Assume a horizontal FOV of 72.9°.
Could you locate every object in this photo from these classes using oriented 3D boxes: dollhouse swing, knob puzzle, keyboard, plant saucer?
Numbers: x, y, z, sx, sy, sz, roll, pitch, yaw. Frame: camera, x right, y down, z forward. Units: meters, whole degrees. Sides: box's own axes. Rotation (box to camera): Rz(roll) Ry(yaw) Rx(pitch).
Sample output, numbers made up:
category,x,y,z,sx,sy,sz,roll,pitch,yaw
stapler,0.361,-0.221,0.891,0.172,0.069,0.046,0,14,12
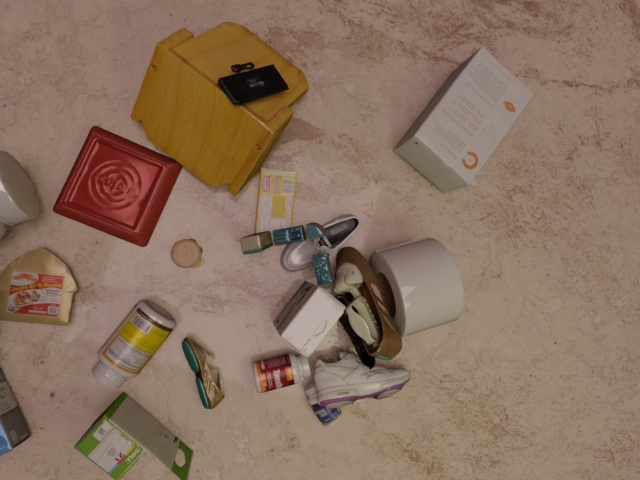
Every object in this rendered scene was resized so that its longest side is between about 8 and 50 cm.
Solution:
category,x,y,z,sx,sy,sz,roll,pitch,yaw
dollhouse swing,-0.256,-0.380,1.208,0.347,0.305,0.315,36,122,-5
knob puzzle,-0.729,0.115,1.121,0.213,0.030,0.213,0,88,-10
keyboard,-0.172,-0.399,1.083,0.180,0.023,0.108,-33,88,-38
plant saucer,-0.543,-0.147,1.159,0.258,0.048,0.259,23,83,-9

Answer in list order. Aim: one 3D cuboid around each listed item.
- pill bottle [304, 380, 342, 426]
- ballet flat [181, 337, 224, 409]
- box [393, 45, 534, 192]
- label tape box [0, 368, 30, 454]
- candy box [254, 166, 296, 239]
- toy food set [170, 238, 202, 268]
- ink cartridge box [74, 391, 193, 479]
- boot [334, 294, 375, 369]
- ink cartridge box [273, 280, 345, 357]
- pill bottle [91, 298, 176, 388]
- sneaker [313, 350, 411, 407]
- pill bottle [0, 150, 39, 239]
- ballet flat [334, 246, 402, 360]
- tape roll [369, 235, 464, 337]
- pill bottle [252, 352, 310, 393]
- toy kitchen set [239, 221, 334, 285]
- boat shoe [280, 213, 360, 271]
category,x,y,z,sx,sy,sz,roll,pitch,yaw
pill bottle,0.005,0.460,1.228,0.067,0.067,0.120,-33,94,-10
ballet flat,-0.316,0.353,1.182,0.067,0.073,0.206,-20,95,-38
box,0.420,-0.348,1.287,0.215,0.168,0.345,39,81,-7
label tape box,-0.903,0.393,1.039,0.240,0.106,0.334,-25,90,-11
candy box,-0.129,-0.102,1.244,0.105,0.027,0.206,6,87,-6
toy food set,-0.370,0.036,1.197,0.083,0.020,0.083,2,87,-10
ink cartridge box,-0.449,0.519,1.078,0.255,0.189,0.097,44,80,-6
boot,0.099,0.252,1.211,0.077,0.137,0.198,-39,94,12
ink cartridge box,-0.037,0.200,1.153,0.092,0.219,0.160,39,81,-7
pill bottle,-0.483,0.268,1.118,0.117,0.117,0.215,38,82,-7
sneaker,0.123,0.375,1.228,0.305,0.114,0.152,1,52,-27
pill bottle,-0.903,-0.061,0.994,0.407,0.229,0.229,-21,92,-10
ballet flat,0.104,0.162,1.171,0.124,0.116,0.342,4,57,-49
tape roll,0.257,0.129,1.199,0.169,0.246,0.246,-15,91,-11
pill bottle,-0.108,0.363,1.201,0.152,0.086,0.086,-12,90,-11
toy kitchen set,-0.083,0.049,1.148,0.207,0.122,0.166,-10,95,10
boat shoe,0.000,0.000,1.236,0.258,0.084,0.095,-37,95,-10
